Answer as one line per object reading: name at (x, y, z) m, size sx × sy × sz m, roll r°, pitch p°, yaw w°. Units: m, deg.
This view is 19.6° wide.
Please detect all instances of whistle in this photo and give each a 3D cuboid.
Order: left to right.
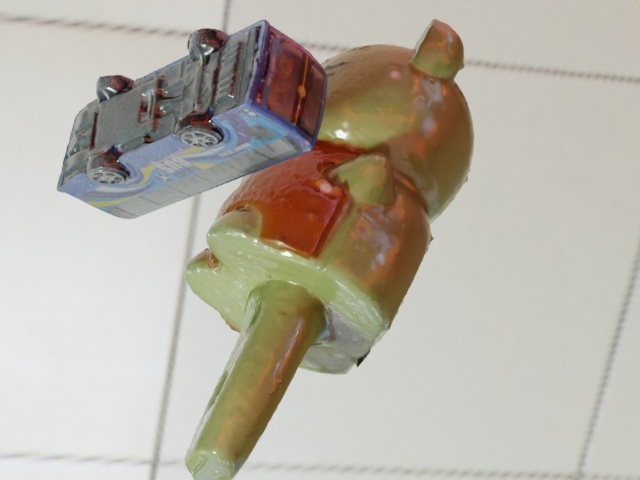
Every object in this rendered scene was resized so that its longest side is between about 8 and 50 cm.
whistle at (0.000, 0.000, 0.957) m, size 0.106 × 0.288 × 0.131 m, roll 32°, pitch 149°, yaw -4°

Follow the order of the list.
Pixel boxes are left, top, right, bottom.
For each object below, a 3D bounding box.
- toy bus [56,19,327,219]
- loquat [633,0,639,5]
toy bus at (-0.060, -0.052, 0.841) m, size 0.061 × 0.051 × 0.153 m, roll 26°, pitch 151°, yaw -35°
loquat at (0.404, -0.342, 1.867) m, size 0.274 × 0.275 × 0.275 m, roll -5°, pitch 118°, yaw -9°
